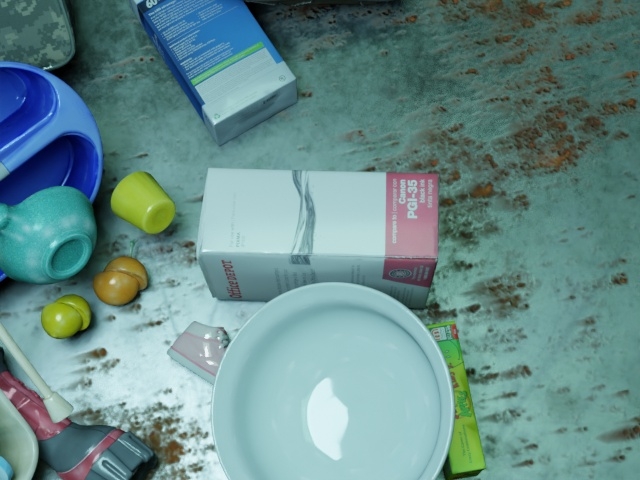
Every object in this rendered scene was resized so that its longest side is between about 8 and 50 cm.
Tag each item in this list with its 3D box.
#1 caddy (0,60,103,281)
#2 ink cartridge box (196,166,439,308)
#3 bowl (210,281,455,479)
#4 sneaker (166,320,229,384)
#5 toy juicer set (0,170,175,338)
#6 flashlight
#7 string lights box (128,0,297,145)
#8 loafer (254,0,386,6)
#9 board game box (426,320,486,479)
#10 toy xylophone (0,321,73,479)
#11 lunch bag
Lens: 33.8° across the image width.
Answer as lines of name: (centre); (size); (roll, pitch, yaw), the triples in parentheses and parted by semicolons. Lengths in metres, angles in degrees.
caddy: (-0.439, -0.076, 1.316); (0.341, 0.179, 0.241); (-38, 114, -10)
ink cartridge box: (0.000, 0.000, 1.316); (0.282, 0.207, 0.117); (2, 71, 2)
bowl: (0.028, 0.206, 1.269); (0.297, 0.134, 0.298); (-4, 76, 18)
sneaker: (-0.126, 0.152, 1.350); (0.134, 0.051, 0.070); (31, 80, 15)
toy juicer set: (-0.339, 0.028, 1.286); (0.089, 0.209, 0.329); (37, 32, 31)
flashlight: (-0.348, 0.216, 1.307); (0.304, 0.103, 0.103); (35, 77, 11)
string lights box: (-0.155, -0.279, 1.480); (0.133, 0.077, 0.260); (-30, 74, -9)
loafer: (-0.058, -0.377, 1.459); (0.365, 0.130, 0.134); (7, 88, -16)
board game box: (0.161, 0.200, 1.308); (0.043, 0.092, 0.181); (-10, 72, -1)
toy xylophone: (-0.430, 0.169, 1.203); (0.323, 0.236, 0.081); (51, 37, -14)
lunch bag: (-0.487, -0.347, 1.438); (0.305, 0.213, 0.256); (-17, 41, -4)
